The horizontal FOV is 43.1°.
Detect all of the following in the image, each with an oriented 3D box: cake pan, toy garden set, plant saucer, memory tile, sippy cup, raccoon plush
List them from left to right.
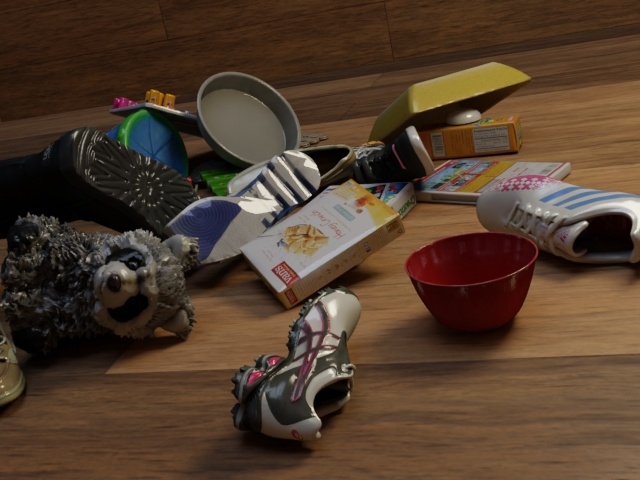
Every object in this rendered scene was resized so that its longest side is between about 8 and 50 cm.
[{"bbox_3d":[-0.347,0.041,1.389,0.299,0.216,0.446,-1,16,-4],"label":"raccoon plush"},{"bbox_3d":[-0.496,-0.193,2.072,0.224,0.239,0.305,-13,-5,30],"label":"sippy cup"},{"bbox_3d":[-0.261,-0.116,1.947,0.204,0.049,0.244,-11,20,-15],"label":"toy garden set"},{"bbox_3d":[-0.189,-0.300,2.076,0.293,0.293,0.054,-31,-9,-43],"label":"cake pan"},{"bbox_3d":[-0.058,-0.283,2.339,0.148,0.012,0.113,-27,25,-34],"label":"memory tile"},{"bbox_3d":[0.295,-0.338,2.001,0.333,0.080,0.333,-18,-4,-18],"label":"plant saucer"}]

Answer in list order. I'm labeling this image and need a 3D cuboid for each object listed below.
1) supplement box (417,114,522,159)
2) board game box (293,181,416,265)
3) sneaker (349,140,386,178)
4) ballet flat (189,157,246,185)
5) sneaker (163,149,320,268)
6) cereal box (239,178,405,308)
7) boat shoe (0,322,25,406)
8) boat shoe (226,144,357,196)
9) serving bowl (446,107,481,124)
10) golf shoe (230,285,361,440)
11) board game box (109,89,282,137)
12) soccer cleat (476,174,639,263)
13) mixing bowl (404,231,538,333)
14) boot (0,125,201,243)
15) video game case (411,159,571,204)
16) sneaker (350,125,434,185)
[{"bbox_3d":[0.350,-0.241,1.902,0.234,0.080,0.078,-1,22,23],"label":"supplement box"},{"bbox_3d":[0.041,-0.036,1.558,0.193,0.053,0.305,0,23,29],"label":"board game box"},{"bbox_3d":[0.079,-0.179,1.888,0.215,0.084,0.083,-20,31,-19],"label":"sneaker"},{"bbox_3d":[-0.226,-0.193,2.144,0.250,0.058,0.084,-25,52,-18],"label":"ballet flat"},{"bbox_3d":[-0.148,-0.034,1.543,0.316,0.127,0.182,-35,-7,-29],"label":"sneaker"},{"bbox_3d":[0.000,0.000,1.372,0.240,0.047,0.173,-33,36,-12],"label":"cereal box"},{"bbox_3d":[-0.524,0.179,1.246,0.105,0.089,0.285,-20,22,-23],"label":"boat shoe"},{"bbox_3d":[-0.067,-0.150,1.787,0.302,0.113,0.103,-20,-14,-7],"label":"boat shoe"},{"bbox_3d":[0.335,-0.295,1.906,0.083,0.027,0.083,-10,16,3],"label":"serving bowl"},{"bbox_3d":[0.000,0.160,1.028,0.120,0.105,0.273,16,37,24],"label":"golf shoe"},{"bbox_3d":[-0.349,-0.336,2.257,0.390,0.050,0.390,11,0,-29],"label":"board game box"},{"bbox_3d":[0.371,-0.031,1.271,0.331,0.116,0.143,7,27,41],"label":"soccer cleat"},{"bbox_3d":[0.213,0.066,1.125,0.182,0.098,0.181,-10,21,4],"label":"mixing bowl"},{"bbox_3d":[-0.488,-0.052,1.562,0.445,0.367,0.146,-14,53,32],"label":"boot"},{"bbox_3d":[0.337,-0.121,1.664,0.285,0.025,0.204,7,27,40],"label":"video game case"},{"bbox_3d":[0.142,-0.152,1.674,0.147,0.104,0.296,-24,-2,-2],"label":"sneaker"}]
